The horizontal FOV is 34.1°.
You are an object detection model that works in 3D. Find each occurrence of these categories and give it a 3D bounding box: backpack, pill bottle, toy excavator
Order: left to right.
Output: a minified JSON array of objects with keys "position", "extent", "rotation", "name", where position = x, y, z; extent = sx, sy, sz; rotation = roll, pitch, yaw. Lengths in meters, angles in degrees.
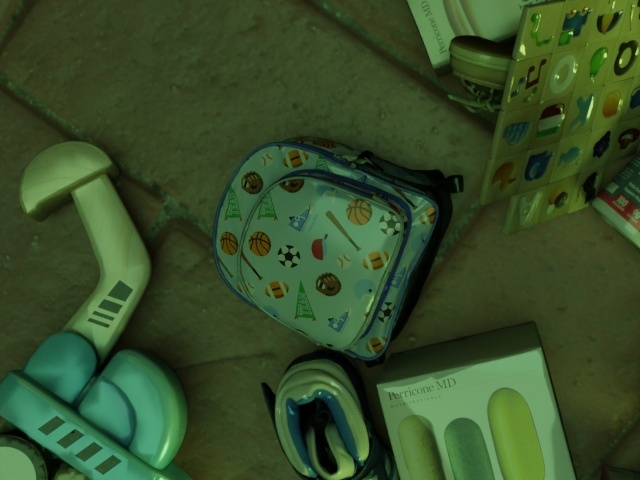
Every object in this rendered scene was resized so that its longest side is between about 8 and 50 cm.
[{"position":[-0.288,0.155,1.354],"extent":[0.433,0.222,0.445],"rotation":[35,82,2],"name":"toy excavator"},{"position":[0.000,0.000,1.286],"extent":[0.263,0.213,0.277],"rotation":[25,101,16],"name":"backpack"},{"position":[0.426,-0.074,1.257],"extent":[0.108,0.108,0.180],"rotation":[42,99,3],"name":"pill bottle"}]

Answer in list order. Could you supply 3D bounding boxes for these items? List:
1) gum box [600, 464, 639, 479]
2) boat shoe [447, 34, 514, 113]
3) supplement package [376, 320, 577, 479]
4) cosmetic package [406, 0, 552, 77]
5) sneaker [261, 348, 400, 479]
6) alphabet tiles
[{"position":[0.433,0.358,1.313],"extent":[0.188,0.062,0.107],"rotation":[10,96,7],"name":"gum box"},{"position":[0.228,-0.167,1.198],"extent":[0.104,0.285,0.089],"rotation":[32,105,34],"name":"boat shoe"},{"position":[0.201,0.260,1.271],"extent":[0.199,0.198,0.263],"rotation":[-14,92,10],"name":"supplement package"},{"position":[0.247,-0.324,1.252],"extent":[0.296,0.129,0.153],"rotation":[-23,91,10],"name":"cosmetic package"},{"position":[0.028,0.296,1.281],"extent":[0.130,0.236,0.323],"rotation":[-18,91,10],"name":"sneaker"},{"position":[0.298,-0.170,1.169],"extent":[0.011,0.285,0.343],"rotation":[37,132,38],"name":"alphabet tiles"}]
